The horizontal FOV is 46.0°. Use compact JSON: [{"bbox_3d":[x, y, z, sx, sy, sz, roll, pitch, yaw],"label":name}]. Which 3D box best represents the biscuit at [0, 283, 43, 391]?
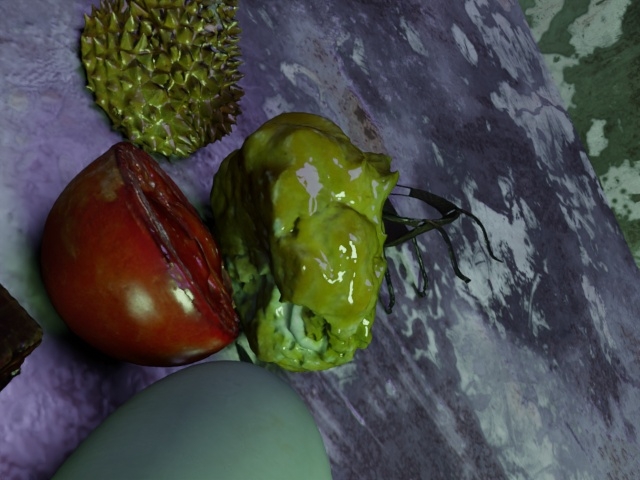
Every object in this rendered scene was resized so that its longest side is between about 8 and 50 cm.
[{"bbox_3d":[-0.353,-0.033,0.507,0.388,0.073,0.107,50,27,-5],"label":"biscuit"}]

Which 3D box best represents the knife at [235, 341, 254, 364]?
[{"bbox_3d":[-0.052,0.188,0.835,0.170,0.010,0.023,61,29,2],"label":"knife"}]

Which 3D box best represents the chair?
[{"bbox_3d":[0.133,-0.018,1.093,0.174,0.149,0.213,-19,78,-53],"label":"chair"}]

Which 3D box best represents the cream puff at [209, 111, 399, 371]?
[{"bbox_3d":[0.001,0.002,0.807,0.185,0.282,0.282,-12,75,-30],"label":"cream puff"}]

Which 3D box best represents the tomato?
[{"bbox_3d":[-0.172,0.023,0.688,0.201,0.139,0.233,60,-1,-8],"label":"tomato"}]

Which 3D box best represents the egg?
[{"bbox_3d":[-0.101,0.234,0.555,0.230,0.230,0.371,50,30,-16],"label":"egg"}]

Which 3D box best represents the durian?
[{"bbox_3d":[-0.166,-0.215,0.867,0.183,0.137,0.250,19,58,-54],"label":"durian"}]
